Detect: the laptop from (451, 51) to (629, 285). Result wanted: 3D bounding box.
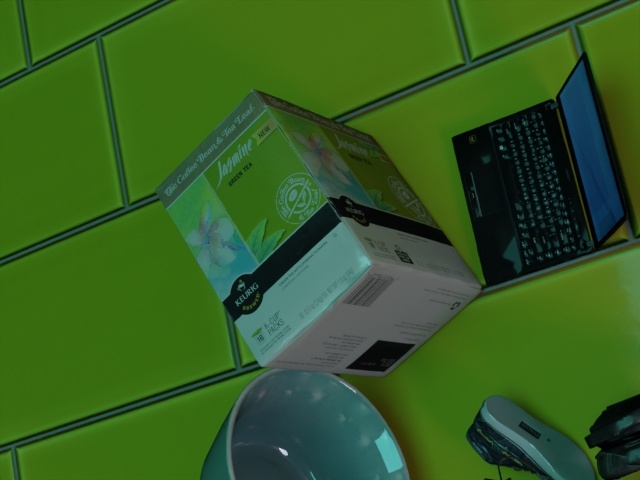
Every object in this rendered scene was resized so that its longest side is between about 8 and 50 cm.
[{"bbox_3d":[0.294,-0.091,1.829,0.264,0.136,0.234,-20,72,28],"label":"laptop"}]

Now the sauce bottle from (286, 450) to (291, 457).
[{"bbox_3d":[-0.066,0.326,2.001,0.111,0.111,0.344,11,88,33],"label":"sauce bottle"}]

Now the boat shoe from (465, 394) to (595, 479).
[{"bbox_3d":[0.286,0.292,1.822,0.183,0.065,0.083,39,137,14],"label":"boat shoe"}]

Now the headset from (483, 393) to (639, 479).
[{"bbox_3d":[0.396,0.309,1.665,0.394,0.185,0.243,-4,82,18],"label":"headset"}]

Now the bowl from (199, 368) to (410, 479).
[{"bbox_3d":[-0.042,0.344,1.828,0.163,0.312,0.311,-38,63,41],"label":"bowl"}]

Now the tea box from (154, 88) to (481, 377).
[{"bbox_3d":[0.000,0.000,1.882,0.220,0.329,0.323,-44,63,19],"label":"tea box"}]
